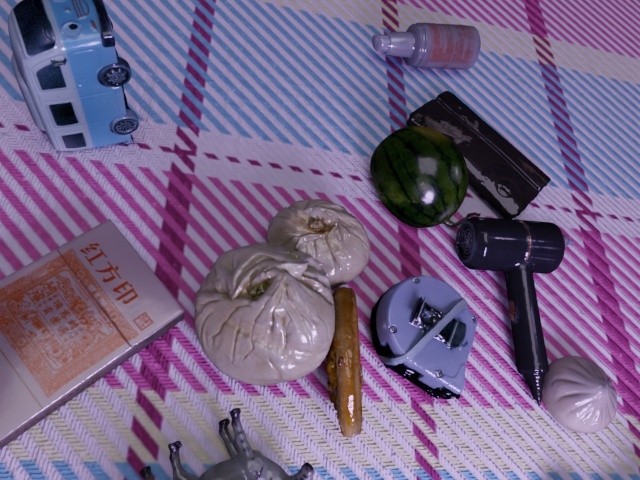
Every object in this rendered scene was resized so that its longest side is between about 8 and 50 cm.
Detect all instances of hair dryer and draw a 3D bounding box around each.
[{"bbox_3d":[0.366,0.125,1.016,0.189,0.107,0.353,4,68,-12],"label":"hair dryer"}]

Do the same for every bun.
[{"bbox_3d":[0.000,0.000,0.956,0.188,0.111,0.164,34,62,-2],"label":"bun"},{"bbox_3d":[0.476,0.270,0.972,0.138,0.094,0.138,8,58,-13],"label":"bun"},{"bbox_3d":[-0.086,0.102,0.833,0.229,0.145,0.230,-2,59,3],"label":"bun"}]

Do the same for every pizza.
[{"bbox_3d":[0.037,0.188,0.877,0.058,0.127,0.247,-3,71,7],"label":"pizza"}]

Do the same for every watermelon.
[{"bbox_3d":[0.213,-0.136,1.081,0.204,0.127,0.232,-20,75,-24],"label":"watermelon"}]

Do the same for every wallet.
[{"bbox_3d":[0.352,-0.200,1.201,0.170,0.044,0.321,-38,79,-27],"label":"wallet"}]

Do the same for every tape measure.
[{"bbox_3d":[0.178,0.154,0.935,0.180,0.107,0.182,27,62,-9],"label":"tape measure"}]

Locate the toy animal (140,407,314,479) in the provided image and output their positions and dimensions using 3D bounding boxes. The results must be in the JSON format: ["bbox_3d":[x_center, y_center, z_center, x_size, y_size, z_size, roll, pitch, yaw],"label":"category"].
[{"bbox_3d":[-0.126,0.344,0.765,0.216,0.073,0.176,-23,69,-22],"label":"toy animal"}]

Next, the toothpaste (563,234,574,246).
[{"bbox_3d":[0.457,-0.009,1.145,0.169,0.028,0.045,10,72,-10],"label":"toothpaste"}]

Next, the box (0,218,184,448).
[{"bbox_3d":[-0.410,0.140,0.796,0.365,0.051,0.205,-36,78,-28],"label":"box"}]

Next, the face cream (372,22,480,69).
[{"bbox_3d":[0.242,-0.455,1.266,0.251,0.101,0.101,-4,65,-18],"label":"face cream"}]

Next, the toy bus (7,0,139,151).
[{"bbox_3d":[-0.402,-0.268,0.883,0.164,0.271,0.133,-19,70,-20],"label":"toy bus"}]
